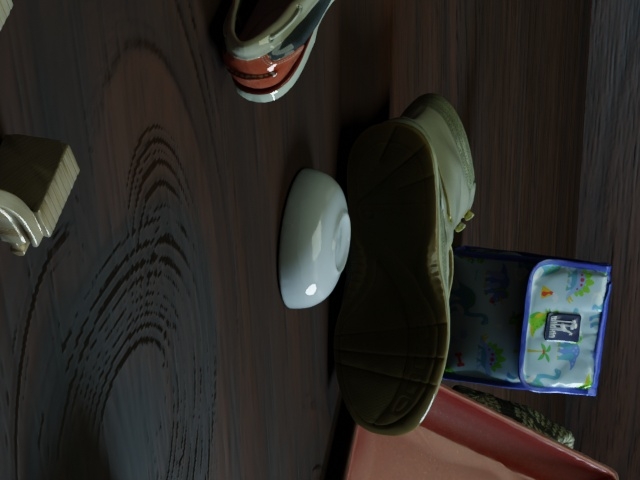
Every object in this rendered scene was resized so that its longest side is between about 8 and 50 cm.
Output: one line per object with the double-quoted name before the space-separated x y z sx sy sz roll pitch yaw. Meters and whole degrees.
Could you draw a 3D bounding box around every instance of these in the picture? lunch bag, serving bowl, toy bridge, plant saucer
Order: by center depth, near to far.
"toy bridge" -0.110 -0.050 0.428 0.188 0.026 0.063 77 27 -54
"serving bowl" 0.000 0.000 0.890 0.083 0.027 0.083 7 90 -75
"plant saucer" 0.096 0.247 1.096 0.258 0.047 0.259 28 62 -28
"lunch bag" 0.194 0.075 1.446 0.096 0.151 0.129 -13 110 -76

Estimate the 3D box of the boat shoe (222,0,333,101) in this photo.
"boat shoe" -0.015 -0.132 0.735 0.043 0.049 0.137 71 34 -56

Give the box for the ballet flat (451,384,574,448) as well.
"ballet flat" 0.129 0.320 1.236 0.164 0.182 0.483 91 14 -46

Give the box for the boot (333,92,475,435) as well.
"boot" 0.063 0.012 1.053 0.165 0.077 0.213 -46 138 -71
